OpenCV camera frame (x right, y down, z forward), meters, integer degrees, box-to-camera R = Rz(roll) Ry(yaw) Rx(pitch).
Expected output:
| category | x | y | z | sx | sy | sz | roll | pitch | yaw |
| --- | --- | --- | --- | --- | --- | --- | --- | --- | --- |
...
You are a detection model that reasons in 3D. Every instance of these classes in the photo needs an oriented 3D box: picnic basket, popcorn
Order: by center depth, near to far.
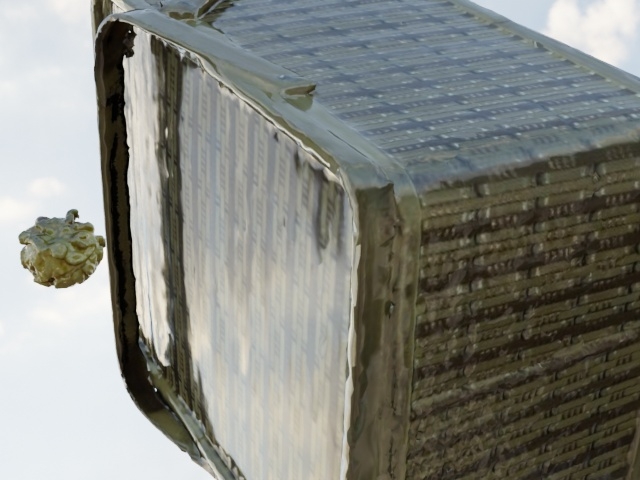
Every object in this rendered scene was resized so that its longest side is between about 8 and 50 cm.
| category | x | y | z | sx | sy | sz | roll | pitch | yaw |
| --- | --- | --- | --- | --- | --- | --- | --- | --- | --- |
| picnic basket | 0.000 | 0.000 | 0.548 | 0.175 | 0.313 | 0.228 | -13 | -58 | -25 |
| popcorn | -0.242 | 0.009 | 1.047 | 0.083 | 0.082 | 0.057 | -16 | -58 | -15 |
